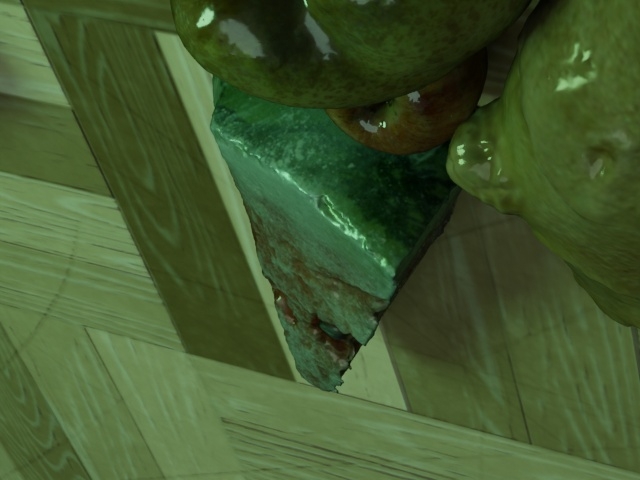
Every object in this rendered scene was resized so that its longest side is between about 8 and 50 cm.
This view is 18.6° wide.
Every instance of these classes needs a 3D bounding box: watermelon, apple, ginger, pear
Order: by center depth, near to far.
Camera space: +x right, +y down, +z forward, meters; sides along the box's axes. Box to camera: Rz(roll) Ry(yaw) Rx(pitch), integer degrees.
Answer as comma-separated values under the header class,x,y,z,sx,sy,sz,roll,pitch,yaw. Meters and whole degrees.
class,x,y,z,sx,sy,sz,roll,pitch,yaw
pear,0.014,-0.133,0.767,0.167,0.136,0.167,13,114,32
ginger,0.155,-0.069,0.769,0.189,0.126,0.354,8,145,-2
apple,0.038,-0.081,0.908,0.084,0.071,0.084,16,141,13
watermelon,0.000,0.000,1.062,0.154,0.094,0.241,27,153,17
